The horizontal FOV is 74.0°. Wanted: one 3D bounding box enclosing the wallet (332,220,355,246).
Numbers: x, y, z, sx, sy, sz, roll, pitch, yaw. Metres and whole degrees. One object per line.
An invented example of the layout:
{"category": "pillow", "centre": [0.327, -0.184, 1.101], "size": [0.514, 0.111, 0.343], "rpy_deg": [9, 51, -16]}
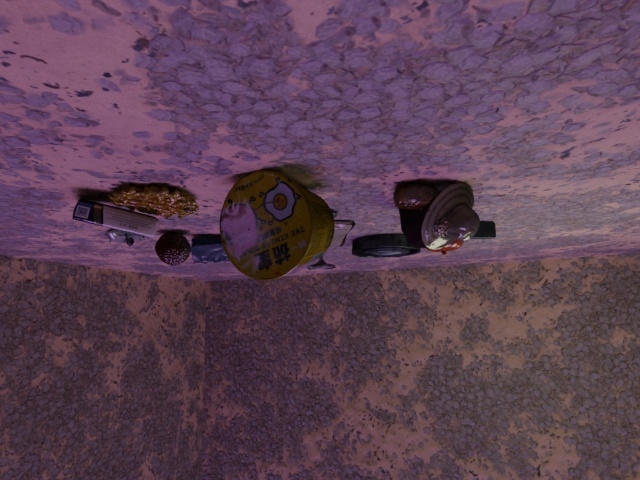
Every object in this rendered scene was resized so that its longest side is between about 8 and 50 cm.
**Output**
{"category": "wallet", "centre": [0.018, -0.033, 2.019], "size": [0.275, 0.068, 0.335], "rpy_deg": [-3, 163, -9]}

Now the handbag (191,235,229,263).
{"category": "handbag", "centre": [-0.539, 0.054, 2.171], "size": [0.229, 0.062, 0.179], "rpy_deg": [-3, 141, -8]}

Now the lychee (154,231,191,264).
{"category": "lychee", "centre": [-0.714, 0.042, 2.045], "size": [0.198, 0.165, 0.165], "rpy_deg": [-22, 160, 31]}

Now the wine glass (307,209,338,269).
{"category": "wine glass", "centre": [0.000, 0.000, 1.721], "size": [0.156, 0.232, 0.156], "rpy_deg": [-1, 170, 0]}

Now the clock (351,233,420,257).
{"category": "clock", "centre": [0.363, 0.034, 2.365], "size": [0.387, 0.076, 0.386], "rpy_deg": [-1, 169, 0]}

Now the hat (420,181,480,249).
{"category": "hat", "centre": [0.459, -0.055, 1.399], "size": [0.252, 0.251, 0.110], "rpy_deg": [8, -158, -40]}

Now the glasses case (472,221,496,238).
{"category": "glasses case", "centre": [0.716, -0.047, 1.967], "size": [0.184, 0.077, 0.039], "rpy_deg": [0, 171, -5]}

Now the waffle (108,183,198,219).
{"category": "waffle", "centre": [-0.559, -0.131, 1.444], "size": [0.263, 0.060, 0.280], "rpy_deg": [1, 168, 5]}

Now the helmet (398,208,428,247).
{"category": "helmet", "centre": [0.430, -0.065, 1.596], "size": [0.225, 0.177, 0.305], "rpy_deg": [7, 168, -28]}

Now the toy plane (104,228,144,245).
{"category": "toy plane", "centre": [-0.847, -0.025, 1.842], "size": [0.182, 0.107, 0.273], "rpy_deg": [6, 172, -11]}

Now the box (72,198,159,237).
{"category": "box", "centre": [-0.705, -0.078, 1.470], "size": [0.260, 0.071, 0.168], "rpy_deg": [13, -179, -26]}

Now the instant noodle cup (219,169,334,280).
{"category": "instant noodle cup", "centre": [-0.114, -0.045, 1.340], "size": [0.326, 0.325, 0.254], "rpy_deg": [-7, 178, 26]}

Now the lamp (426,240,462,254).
{"category": "lamp", "centre": [0.542, -0.016, 1.887], "size": [0.188, 0.163, 0.187], "rpy_deg": [-4, 169, -1]}

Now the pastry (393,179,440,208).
{"category": "pastry", "centre": [0.316, -0.143, 1.409], "size": [0.154, 0.081, 0.153], "rpy_deg": [-5, 170, -1]}
